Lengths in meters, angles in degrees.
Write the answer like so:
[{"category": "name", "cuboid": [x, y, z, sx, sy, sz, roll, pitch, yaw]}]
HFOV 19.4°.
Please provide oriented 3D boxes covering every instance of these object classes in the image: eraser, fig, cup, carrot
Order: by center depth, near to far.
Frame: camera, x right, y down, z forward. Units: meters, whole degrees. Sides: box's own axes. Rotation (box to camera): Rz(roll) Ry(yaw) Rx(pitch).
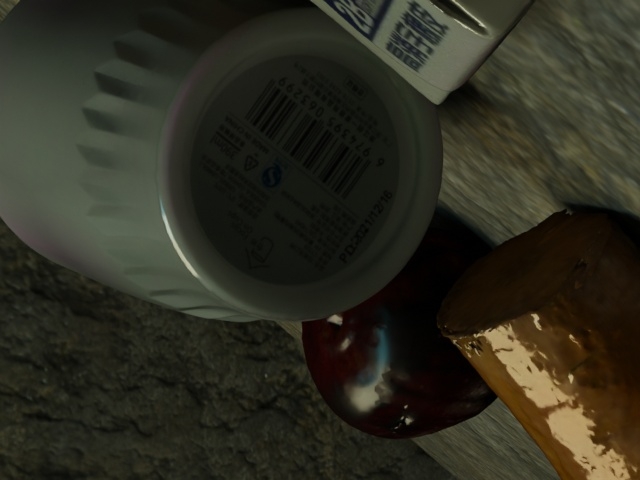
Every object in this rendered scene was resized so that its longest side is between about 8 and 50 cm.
[{"category": "eraser", "cuboid": [0.046, -0.142, 0.976, 0.124, 0.068, 0.210, 38, 173, 0]}, {"category": "carrot", "cuboid": [0.225, 0.099, 1.288, 0.254, 0.196, 0.196, 52, 170, -12]}, {"category": "cup", "cuboid": [-0.089, -0.073, 1.334, 0.253, 0.253, 0.371, 42, 170, -24]}, {"category": "fig", "cuboid": [0.116, 0.092, 1.692, 0.249, 0.186, 0.204, 16, 142, -26]}]
